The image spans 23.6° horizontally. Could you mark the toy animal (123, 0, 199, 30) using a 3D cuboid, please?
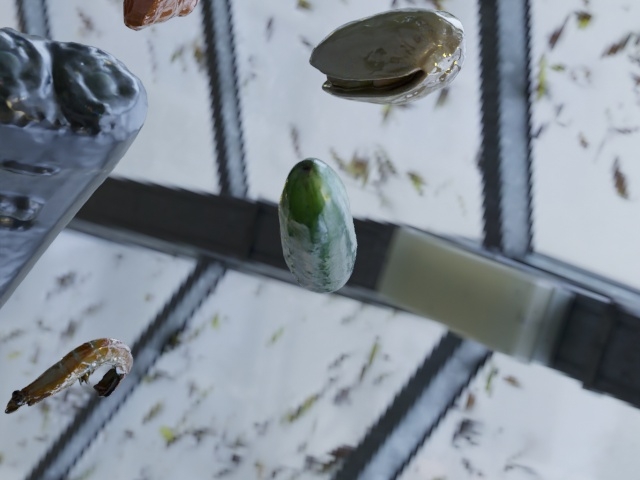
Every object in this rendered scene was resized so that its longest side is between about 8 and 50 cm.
[{"bbox_3d":[-0.153,-0.256,0.833,0.195,0.169,0.281,-44,-104,19],"label":"toy animal"}]

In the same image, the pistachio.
[{"bbox_3d":[0.092,-0.246,2.048,0.223,0.126,0.152,-11,-140,26],"label":"pistachio"}]

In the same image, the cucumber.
[{"bbox_3d":[0.000,0.000,1.077,0.250,0.056,0.056,79,19,-75],"label":"cucumber"}]

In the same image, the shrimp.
[{"bbox_3d":[-0.232,0.133,1.424,0.127,0.091,0.025,-27,-120,-6],"label":"shrimp"}]

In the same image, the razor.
[{"bbox_3d":[-0.288,-0.047,1.286,0.327,0.189,0.107,-47,-137,40],"label":"razor"}]
